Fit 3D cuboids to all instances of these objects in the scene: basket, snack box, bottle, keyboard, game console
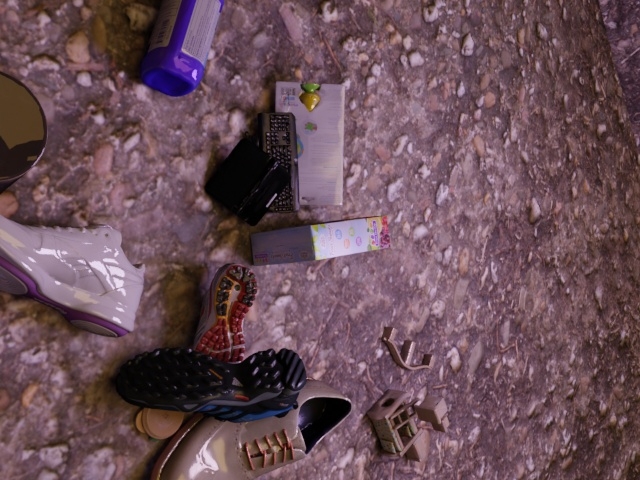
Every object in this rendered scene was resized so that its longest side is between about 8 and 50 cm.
[{"bbox_3d":[-0.439,-0.123,0.820,0.204,0.227,0.154,34,66,-39],"label":"basket"},{"bbox_3d":[0.000,0.000,1.281,0.207,0.174,0.070,-7,90,-43],"label":"snack box"},{"bbox_3d":[-0.217,-0.385,1.124,0.092,0.118,0.283,22,72,-32],"label":"bottle"},{"bbox_3d":[-0.087,-0.146,1.270,0.100,0.038,0.192,-5,93,-15],"label":"keyboard"},{"bbox_3d":[-0.130,-0.105,1.232,0.122,0.071,0.107,-53,149,-2],"label":"game console"}]

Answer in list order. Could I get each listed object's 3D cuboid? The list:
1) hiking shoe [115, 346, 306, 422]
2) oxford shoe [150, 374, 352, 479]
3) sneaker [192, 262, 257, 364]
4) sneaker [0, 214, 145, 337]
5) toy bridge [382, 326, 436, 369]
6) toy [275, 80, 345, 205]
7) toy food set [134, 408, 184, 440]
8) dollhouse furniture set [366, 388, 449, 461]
[{"bbox_3d":[-0.176,0.254,1.095,0.304,0.113,0.132,3,130,-10],"label":"hiking shoe"},{"bbox_3d":[-0.110,0.344,1.179,0.397,0.146,0.141,-26,108,-41],"label":"oxford shoe"},{"bbox_3d":[-0.171,0.146,1.171,0.088,0.092,0.225,19,92,-24],"label":"sneaker"},{"bbox_3d":[-0.379,0.021,0.970,0.305,0.114,0.152,44,52,-44],"label":"sneaker"},{"bbox_3d":[0.202,0.264,1.572,0.188,0.026,0.063,36,65,-37],"label":"toy bridge"},{"bbox_3d":[-0.025,-0.189,1.329,0.136,0.056,0.237,1,93,-8],"label":"toy"},{"bbox_3d":[-0.263,0.291,1.120,0.082,0.020,0.083,47,57,-33],"label":"toy food set"},{"bbox_3d":[0.211,0.440,1.480,0.101,0.161,0.182,-37,112,-39],"label":"dollhouse furniture set"}]
